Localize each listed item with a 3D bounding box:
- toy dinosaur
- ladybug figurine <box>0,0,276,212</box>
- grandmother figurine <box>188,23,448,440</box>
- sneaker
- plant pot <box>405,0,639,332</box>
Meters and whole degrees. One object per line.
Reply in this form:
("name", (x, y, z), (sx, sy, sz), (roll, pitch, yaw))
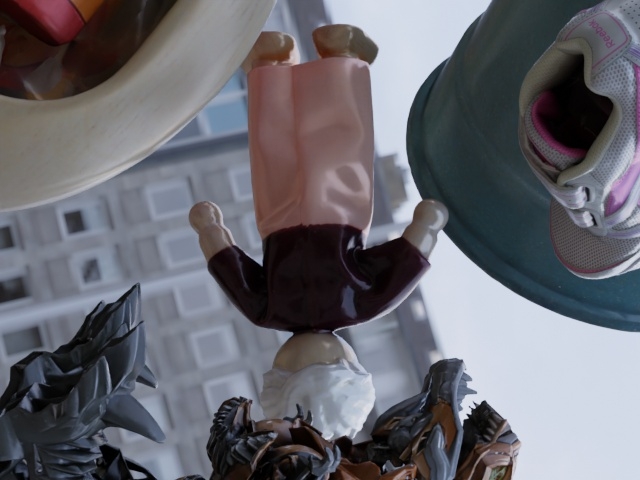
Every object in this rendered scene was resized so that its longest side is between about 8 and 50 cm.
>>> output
("toy dinosaur", (-0.067, 0.147, 0.695), (0.218, 0.322, 0.164), (57, -26, -10))
("ladybug figurine", (-0.192, -0.202, 1.143), (0.305, 0.449, 0.162), (39, -21, -1))
("grandmother figurine", (0.000, 0.000, 1.231), (0.104, 0.207, 0.342), (37, 51, -62))
("sneaker", (0.167, -0.064, 0.935), (0.103, 0.111, 0.252), (58, -23, 35))
("plant pot", (0.279, -0.161, 1.225), (0.341, 0.341, 0.334), (63, -31, 32))
